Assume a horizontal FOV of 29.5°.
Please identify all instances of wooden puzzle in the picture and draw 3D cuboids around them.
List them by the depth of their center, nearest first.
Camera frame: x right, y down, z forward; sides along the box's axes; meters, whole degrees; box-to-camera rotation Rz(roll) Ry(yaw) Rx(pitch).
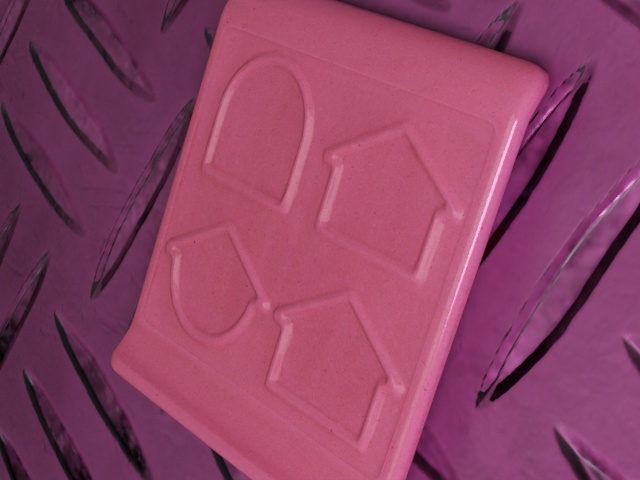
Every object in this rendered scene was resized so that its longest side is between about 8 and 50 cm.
[{"bbox_3d":[0.000,0.000,0.921,0.322,0.080,0.348,28,100,43],"label":"wooden puzzle"}]
